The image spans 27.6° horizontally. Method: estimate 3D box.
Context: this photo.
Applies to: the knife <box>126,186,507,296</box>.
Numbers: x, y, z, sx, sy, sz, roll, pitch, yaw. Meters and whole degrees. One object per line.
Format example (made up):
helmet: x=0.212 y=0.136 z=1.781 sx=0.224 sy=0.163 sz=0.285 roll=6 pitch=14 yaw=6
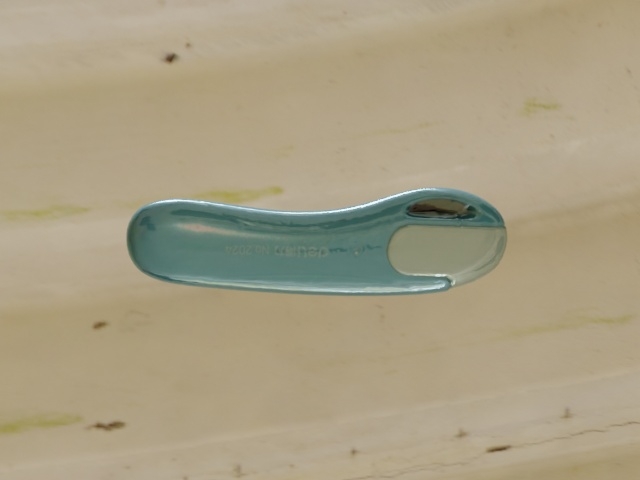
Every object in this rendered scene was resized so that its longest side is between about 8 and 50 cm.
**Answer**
knife: x=0.000 y=0.000 z=0.750 sx=0.221 sy=0.031 sz=0.064 roll=0 pitch=-81 yaw=-11
